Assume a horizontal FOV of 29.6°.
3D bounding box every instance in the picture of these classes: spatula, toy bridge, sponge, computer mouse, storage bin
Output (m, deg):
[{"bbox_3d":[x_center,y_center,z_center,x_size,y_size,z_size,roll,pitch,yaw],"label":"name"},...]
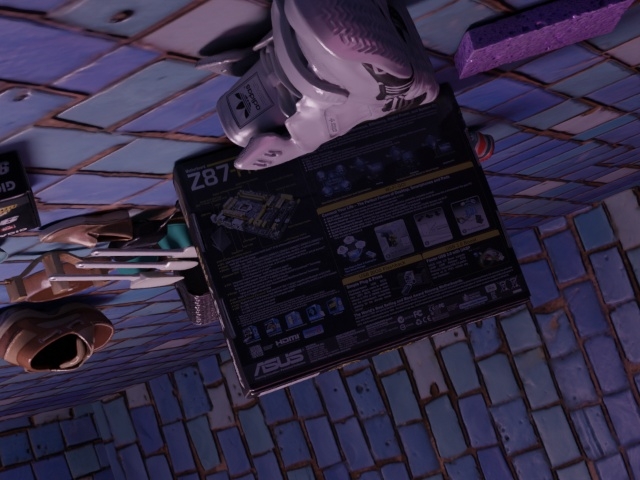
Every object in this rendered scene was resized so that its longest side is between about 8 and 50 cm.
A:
[{"bbox_3d":[-0.276,0.041,1.819,0.242,0.019,0.168,0,162,-45],"label":"spatula"},{"bbox_3d":[-0.398,0.049,1.816,0.026,0.063,0.188,-26,170,35],"label":"toy bridge"},{"bbox_3d":[0.269,-0.255,1.466,0.210,0.031,0.117,-18,171,-5],"label":"sponge"},{"bbox_3d":[-0.237,-0.035,1.767,0.071,0.041,0.242,-7,159,-48],"label":"computer mouse"},{"bbox_3d":[-0.159,0.058,2.116,0.180,0.122,0.084,-16,141,-17],"label":"storage bin"}]

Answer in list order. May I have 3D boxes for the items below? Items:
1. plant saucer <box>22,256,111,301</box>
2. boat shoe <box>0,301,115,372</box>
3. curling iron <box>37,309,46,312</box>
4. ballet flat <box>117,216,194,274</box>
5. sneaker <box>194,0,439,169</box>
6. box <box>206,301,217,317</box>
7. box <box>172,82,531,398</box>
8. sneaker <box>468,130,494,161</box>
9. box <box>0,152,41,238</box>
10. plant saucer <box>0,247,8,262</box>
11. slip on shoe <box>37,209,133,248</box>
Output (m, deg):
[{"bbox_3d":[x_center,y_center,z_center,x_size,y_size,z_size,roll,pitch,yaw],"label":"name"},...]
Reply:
[{"bbox_3d":[-0.424,0.069,2.006,0.169,0.029,0.168,-19,172,-3],"label":"plant saucer"},{"bbox_3d":[-0.479,0.193,2.237,0.123,0.116,0.324,-60,158,14],"label":"boat shoe"},{"bbox_3d":[-0.630,0.176,2.206,0.274,0.035,0.068,-15,170,-26],"label":"curling iron"},{"bbox_3d":[-0.242,0.000,1.904,0.206,0.073,0.067,-22,-162,36],"label":"ballet flat"},{"bbox_3d":[-0.018,-0.155,1.118,0.210,0.137,0.366,-24,174,12],"label":"sneaker"},{"bbox_3d":[-0.066,0.077,2.660,0.322,0.079,0.257,-14,172,-28],"label":"box"},{"bbox_3d":[0.038,-0.002,1.598,0.395,0.318,0.097,-18,172,-11],"label":"box"},{"bbox_3d":[0.203,-0.141,1.997,0.161,0.057,0.075,-24,154,35],"label":"sneaker"},{"bbox_3d":[-0.429,-0.024,1.346,0.220,0.051,0.175,-17,171,-13],"label":"box"},{"bbox_3d":[-0.484,0.027,1.639,0.119,0.021,0.119,-18,171,-3],"label":"plant saucer"},{"bbox_3d":[-0.325,-0.009,1.689,0.135,0.041,0.051,-12,169,-37],"label":"slip on shoe"}]
